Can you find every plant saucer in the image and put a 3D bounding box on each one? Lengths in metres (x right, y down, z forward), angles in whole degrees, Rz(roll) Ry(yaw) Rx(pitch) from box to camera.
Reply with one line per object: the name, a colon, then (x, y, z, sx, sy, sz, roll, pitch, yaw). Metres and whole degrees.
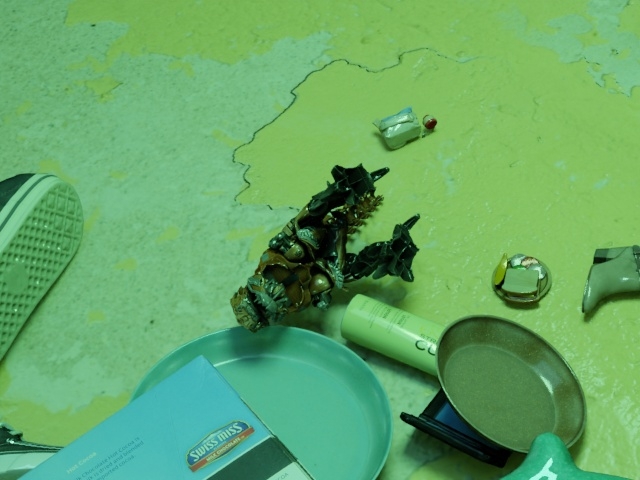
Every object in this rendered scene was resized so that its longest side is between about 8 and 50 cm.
plant saucer: (-0.073, 0.226, 1.520, 0.318, 0.043, 0.317, 0, 43, 0)
plant saucer: (0.217, 0.174, 1.510, 0.199, 0.036, 0.198, 15, 43, -15)

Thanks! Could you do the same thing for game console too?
game console: (0.172, 0.210, 1.521, 0.122, 0.107, 0.071, 24, 86, 28)

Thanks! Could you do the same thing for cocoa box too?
cocoa box: (-0.171, 0.329, 1.243, 0.347, 0.231, 0.228, -34, 53, -17)

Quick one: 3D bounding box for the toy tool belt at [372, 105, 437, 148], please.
toy tool belt: (0.121, -0.173, 1.871, 0.083, 0.052, 0.051, -24, 58, -11)

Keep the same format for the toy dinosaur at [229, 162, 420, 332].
toy dinosaur: (0.000, 0.000, 1.667, 0.218, 0.164, 0.322, -30, 30, 37)

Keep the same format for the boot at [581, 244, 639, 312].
boot: (0.384, 0.051, 1.634, 0.087, 0.042, 0.118, 11, 53, 17)

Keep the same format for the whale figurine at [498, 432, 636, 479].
whale figurine: (0.314, 0.303, 1.343, 0.272, 0.141, 0.216, 39, 65, 21)

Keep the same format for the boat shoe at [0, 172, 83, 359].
boat shoe: (-0.492, 0.078, 1.673, 0.156, 0.187, 0.500, 6, 38, 22)

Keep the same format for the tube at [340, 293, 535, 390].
tube: (0.144, 0.133, 1.602, 0.240, 0.062, 0.070, 21, 86, 20)

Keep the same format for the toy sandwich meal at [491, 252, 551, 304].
toy sandwich meal: (0.259, 0.047, 1.669, 0.086, 0.029, 0.085, -6, 49, 6)

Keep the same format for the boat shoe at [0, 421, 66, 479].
boat shoe: (-0.397, 0.268, 1.565, 0.301, 0.108, 0.102, -8, 50, 14)
